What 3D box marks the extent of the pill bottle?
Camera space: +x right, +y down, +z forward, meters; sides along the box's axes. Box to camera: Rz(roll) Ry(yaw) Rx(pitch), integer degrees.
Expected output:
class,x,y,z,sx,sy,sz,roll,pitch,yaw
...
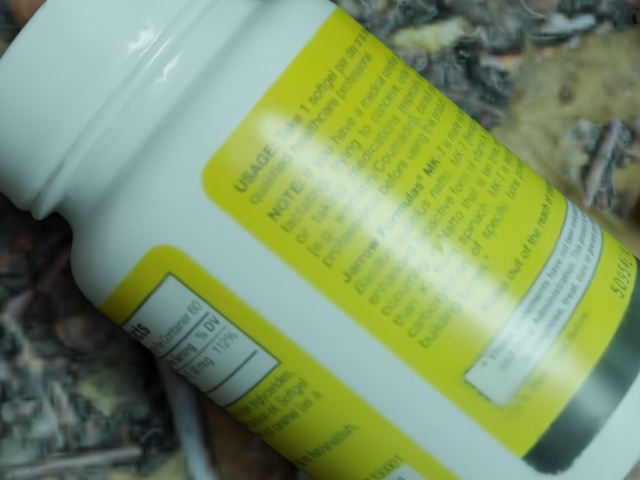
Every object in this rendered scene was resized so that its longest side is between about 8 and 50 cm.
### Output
class,x,y,z,sx,sy,sz,roll,pitch,yaw
pill bottle,0.000,0.000,0.423,0.208,0.119,0.119,40,71,-6
